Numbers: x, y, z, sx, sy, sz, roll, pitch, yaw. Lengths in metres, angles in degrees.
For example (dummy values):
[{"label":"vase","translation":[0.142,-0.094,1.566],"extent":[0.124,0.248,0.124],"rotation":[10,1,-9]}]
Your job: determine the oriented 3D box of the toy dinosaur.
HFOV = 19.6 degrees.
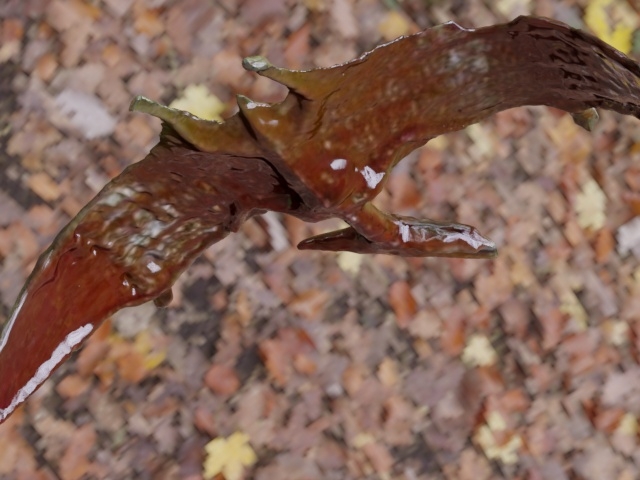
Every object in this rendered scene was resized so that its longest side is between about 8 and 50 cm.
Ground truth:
[{"label":"toy dinosaur","translation":[-0.009,-0.001,0.784],"extent":[0.327,0.206,0.113],"rotation":[-9,60,-3]}]
